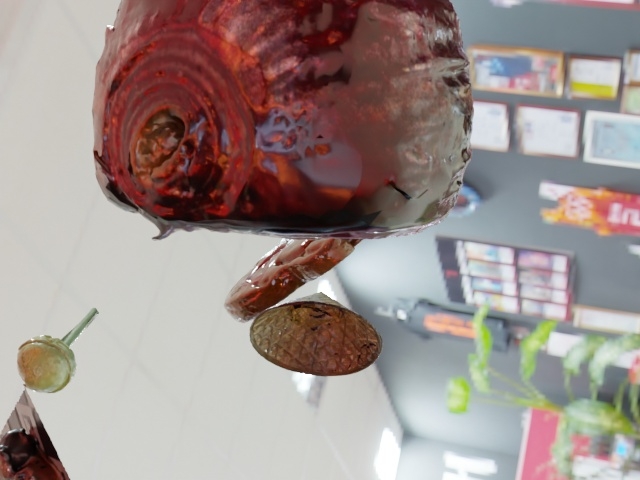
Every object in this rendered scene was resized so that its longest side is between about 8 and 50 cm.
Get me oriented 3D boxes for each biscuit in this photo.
[{"bbox_3d":[-0.001,-0.001,1.692,0.063,0.367,0.314,53,-174,-5],"label":"biscuit"}]

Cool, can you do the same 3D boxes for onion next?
[{"bbox_3d":[-0.007,-0.107,0.710,0.216,0.207,0.206,-14,-75,-54],"label":"onion"}]

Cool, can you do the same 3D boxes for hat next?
[{"bbox_3d":[-0.003,0.083,1.212,0.146,0.146,0.067,77,-164,-51],"label":"hat"}]

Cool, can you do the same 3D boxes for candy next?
[{"bbox_3d":[-0.430,0.170,1.888,0.335,0.093,0.092,-75,-12,-75],"label":"candy"}]

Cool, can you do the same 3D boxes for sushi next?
[{"bbox_3d":[-0.329,0.347,1.287,0.059,0.294,0.292,-22,-15,-31],"label":"sushi"}]
